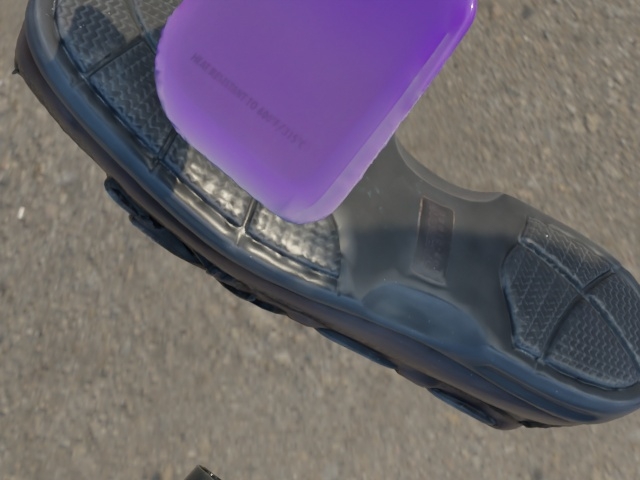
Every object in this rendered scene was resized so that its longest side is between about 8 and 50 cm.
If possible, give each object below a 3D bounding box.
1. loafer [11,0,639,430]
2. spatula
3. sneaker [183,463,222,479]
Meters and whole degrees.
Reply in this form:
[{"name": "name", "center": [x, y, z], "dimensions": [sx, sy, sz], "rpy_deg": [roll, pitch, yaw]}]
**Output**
[{"name": "loafer", "center": [0.000, 0.000, 0.592], "dimensions": [0.302, 0.109, 0.095], "rpy_deg": [31, 142, -17]}, {"name": "spatula", "center": [0.062, -0.135, 0.474], "dimensions": [0.084, 0.030, 0.296], "rpy_deg": [38, 75, 16]}, {"name": "sneaker", "center": [-0.083, 0.245, 1.035], "dimensions": [0.118, 0.222, 0.083], "rpy_deg": [-50, 125, -3]}]
